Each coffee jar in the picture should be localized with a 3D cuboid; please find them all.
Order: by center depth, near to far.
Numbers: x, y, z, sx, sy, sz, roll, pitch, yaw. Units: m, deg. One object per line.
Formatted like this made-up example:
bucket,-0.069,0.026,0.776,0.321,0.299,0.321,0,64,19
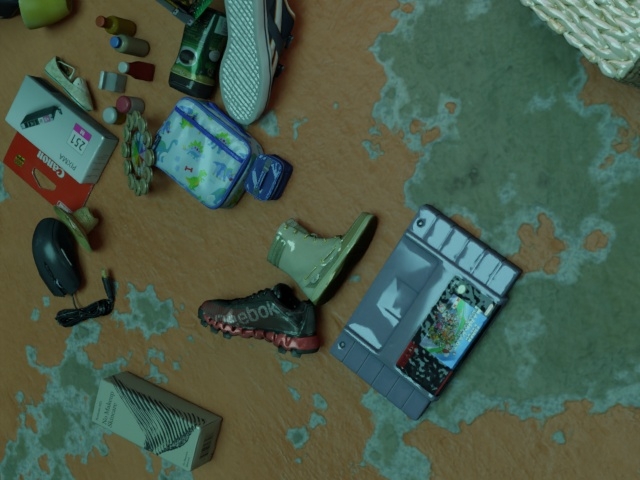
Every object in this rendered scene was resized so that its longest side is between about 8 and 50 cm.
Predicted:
coffee jar,-0.250,-0.392,1.757,0.096,0.079,0.185,25,103,26

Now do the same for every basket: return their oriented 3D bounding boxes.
basket,0.461,-0.431,1.293,0.328,0.331,0.266,46,116,16

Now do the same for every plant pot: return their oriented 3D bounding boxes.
plant pot,-0.615,-0.546,1.903,0.095,0.134,0.134,-2,93,-2

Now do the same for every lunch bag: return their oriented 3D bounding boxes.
lunch bag,-0.110,-0.126,1.716,0.067,0.065,0.099,30,105,21
lunch bag,-0.237,-0.185,1.761,0.219,0.090,0.176,41,106,16

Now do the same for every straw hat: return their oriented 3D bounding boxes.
straw hat,-0.540,-0.044,1.919,0.061,0.144,0.144,-41,72,-20

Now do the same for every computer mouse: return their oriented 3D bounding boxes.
computer mouse,-0.576,0.071,1.936,0.184,0.060,0.262,-10,96,25

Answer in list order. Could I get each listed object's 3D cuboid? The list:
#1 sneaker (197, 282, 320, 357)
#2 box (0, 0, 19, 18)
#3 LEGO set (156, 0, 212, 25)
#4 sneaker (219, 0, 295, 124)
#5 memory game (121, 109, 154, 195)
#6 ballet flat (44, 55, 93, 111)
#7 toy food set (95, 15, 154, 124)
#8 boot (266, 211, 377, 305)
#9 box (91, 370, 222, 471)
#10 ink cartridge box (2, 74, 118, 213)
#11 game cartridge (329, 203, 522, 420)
sneaker,-0.123,0.144,1.722,0.275,0.097,0.135,11,98,22
box,-0.854,-0.672,1.863,0.179,0.343,0.313,5,98,62
LEGO set,-0.263,-0.601,1.641,0.331,0.192,0.255,-37,40,27
sneaker,-0.119,-0.391,1.682,0.126,0.127,0.321,27,129,27
memory game,-0.398,-0.186,1.824,0.186,0.012,0.186,14,107,56
ballet flat,-0.567,-0.362,1.923,0.168,0.057,0.052,42,99,17
toy food set,-0.439,-0.365,1.833,0.111,0.104,0.232,17,100,23
boot,0.000,0.000,1.669,0.165,0.077,0.213,40,104,24
box,-0.360,0.393,1.850,0.275,0.094,0.113,18,101,22
ink cartridge box,-0.627,-0.211,1.958,0.275,0.060,0.239,37,106,18
game cartridge,0.194,0.139,1.596,0.230,0.068,0.355,38,108,23
